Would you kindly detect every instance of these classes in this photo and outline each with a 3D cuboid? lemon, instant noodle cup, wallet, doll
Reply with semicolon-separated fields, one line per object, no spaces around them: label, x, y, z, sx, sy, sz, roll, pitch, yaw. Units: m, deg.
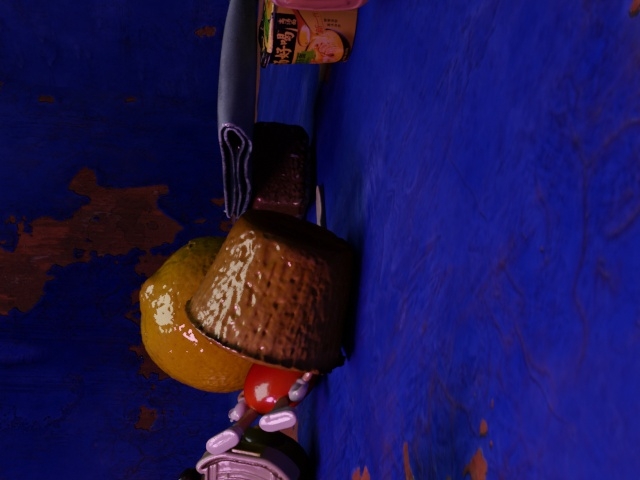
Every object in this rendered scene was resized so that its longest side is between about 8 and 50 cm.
lemon;-0.173;0.129;1.448;0.293;0.293;0.292;-177;90;-80
instant noodle cup;-0.018;-0.311;1.158;0.151;0.122;0.151;-178;90;-79
wallet;-0.128;-0.203;1.294;0.290;0.054;0.251;103;168;-66
doll;-0.069;0.219;1.231;0.183;0.085;0.217;-28;19;28

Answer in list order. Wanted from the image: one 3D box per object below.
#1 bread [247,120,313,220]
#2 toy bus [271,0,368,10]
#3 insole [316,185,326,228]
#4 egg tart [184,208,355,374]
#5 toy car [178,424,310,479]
bread;-0.094;-0.049;1.550;0.416;0.113;0.165;111;161;-65
toy bus;0.004;-0.389;0.919;0.232;0.194;0.287;76;-165;-80
insole;0.000;0.000;1.273;0.063;0.010;0.191;107;163;-56
egg tart;-0.052;0.065;1.036;0.215;0.215;0.170;-115;44;-71
toy car;-0.096;0.397;1.280;0.198;0.204;0.247;-44;-40;-70
